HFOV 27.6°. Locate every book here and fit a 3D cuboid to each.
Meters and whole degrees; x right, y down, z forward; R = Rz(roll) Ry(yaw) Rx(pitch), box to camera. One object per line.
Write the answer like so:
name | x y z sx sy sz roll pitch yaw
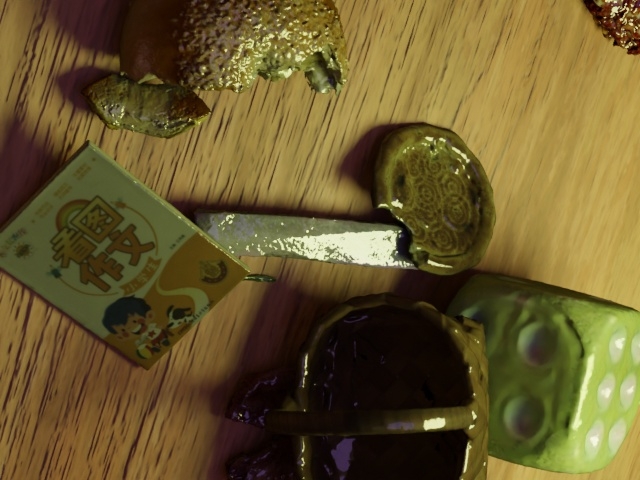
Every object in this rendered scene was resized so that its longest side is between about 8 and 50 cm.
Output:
book | -0.265 0.026 1.717 0.208 0.020 0.295 -44 120 12

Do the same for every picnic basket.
picnic basket | 0.069 0.236 1.746 0.337 0.292 0.337 -3 90 -65

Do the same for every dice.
dice | 0.325 0.191 1.929 0.254 0.249 0.252 5 99 -55

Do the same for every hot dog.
hot dog | -0.227 -0.171 1.693 0.168 0.061 0.078 11 66 -9

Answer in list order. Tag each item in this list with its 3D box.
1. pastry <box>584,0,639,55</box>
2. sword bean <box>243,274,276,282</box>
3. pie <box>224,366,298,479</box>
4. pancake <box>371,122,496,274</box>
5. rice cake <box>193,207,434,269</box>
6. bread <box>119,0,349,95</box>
pastry | 0.460 -0.369 1.977 0.115 0.097 0.208 -41 120 0
sword bean | -0.102 0.054 1.848 0.083 0.012 0.012 1 103 -26
pie | -0.052 0.288 1.914 0.204 0.054 0.219 11 96 -29
pancake | 0.168 -0.063 1.902 0.235 0.029 0.212 48 59 -15
rice cake | -0.001 0.000 1.854 0.399 0.064 0.070 5 97 -28
bread | -0.091 -0.288 1.671 0.314 0.171 0.192 0 107 -28
